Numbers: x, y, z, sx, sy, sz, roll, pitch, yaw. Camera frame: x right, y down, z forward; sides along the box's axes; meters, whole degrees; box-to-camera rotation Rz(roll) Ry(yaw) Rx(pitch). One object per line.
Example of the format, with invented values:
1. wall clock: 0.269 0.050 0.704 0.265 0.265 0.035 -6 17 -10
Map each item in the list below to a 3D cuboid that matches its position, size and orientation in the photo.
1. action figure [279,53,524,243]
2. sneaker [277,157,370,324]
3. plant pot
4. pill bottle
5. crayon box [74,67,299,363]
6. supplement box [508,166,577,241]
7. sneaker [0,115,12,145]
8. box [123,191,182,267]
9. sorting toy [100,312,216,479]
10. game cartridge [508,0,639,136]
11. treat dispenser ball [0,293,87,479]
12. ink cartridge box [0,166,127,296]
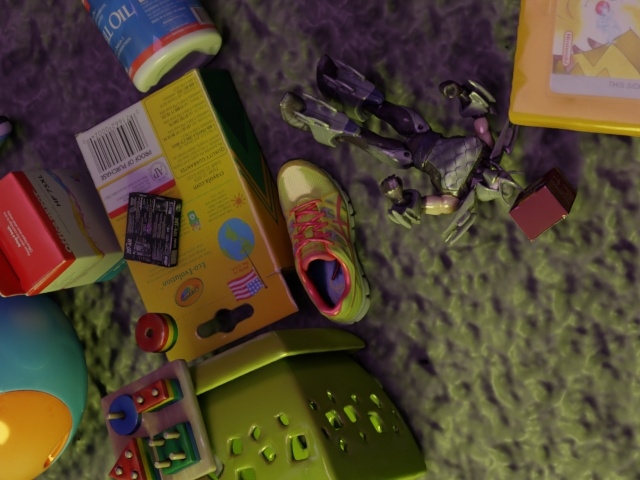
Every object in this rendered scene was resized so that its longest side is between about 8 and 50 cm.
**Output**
1. action figure: 0.101 -0.109 1.731 0.285 0.099 0.185 26 68 21
2. sneaker: 0.000 0.000 1.806 0.081 0.094 0.208 -23 86 16
3. plant pot: -0.044 0.222 1.787 0.227 0.228 0.207 -26 76 26
4. pill bottle: -0.226 -0.301 1.875 0.124 0.124 0.221 -38 78 24
5. crayon box: -0.151 -0.026 1.888 0.202 0.081 0.318 -25 83 26
6. supplement box: 0.245 -0.041 1.692 0.055 0.083 0.043 -37 95 23
7. sneaker: -0.474 -0.097 2.046 0.211 0.080 0.081 -32 87 34
8. box: -0.203 -0.013 1.859 0.067 0.018 0.083 9 99 25
9. sorting toy: -0.192 0.226 1.727 0.132 0.046 0.274 -28 71 31
10. game cartridge: 0.371 -0.249 1.625 0.323 0.052 0.285 7 94 25
11. treat dispenser ball: -0.437 0.179 1.930 0.288 0.288 0.288 3 96 25
12. ink cartridge box: -0.331 -0.014 1.892 0.078 0.231 0.134 -38 79 24
